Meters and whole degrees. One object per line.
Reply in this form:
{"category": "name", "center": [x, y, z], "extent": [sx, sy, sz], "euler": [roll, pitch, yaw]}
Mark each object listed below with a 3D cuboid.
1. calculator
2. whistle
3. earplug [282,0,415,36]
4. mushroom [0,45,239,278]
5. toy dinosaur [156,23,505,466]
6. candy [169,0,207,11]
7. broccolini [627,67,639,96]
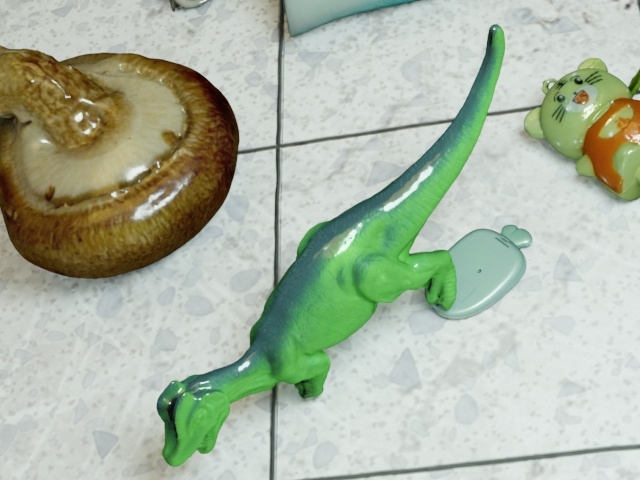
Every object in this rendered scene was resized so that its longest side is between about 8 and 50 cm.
{"category": "calculator", "center": [0.191, 0.034, 1.701], "extent": [0.153, 0.021, 0.095], "euler": [-43, 55, -12]}
{"category": "whistle", "center": [0.367, -0.119, 1.706], "extent": [0.131, 0.106, 0.288], "euler": [-43, 54, -4]}
{"category": "earplug", "center": [0.098, -0.403, 1.962], "extent": [0.323, 0.185, 0.185], "euler": [-11, 53, 0]}
{"category": "mushroom", "center": [-0.287, -0.115, 1.795], "extent": [0.345, 0.260, 0.346], "euler": [-8, 54, 11]}
{"category": "toy dinosaur", "center": [0.000, 0.000, 1.536], "extent": [0.374, 0.500, 0.144], "euler": [-18, 45, -37]}
{"category": "candy", "center": [-0.167, -0.454, 2.065], "extent": [0.195, 0.185, 0.137], "euler": [-25, 47, 2]}
{"category": "broccolini", "center": [0.428, -0.241, 1.829], "extent": [0.042, 0.044, 0.218], "euler": [33, 74, 16]}
